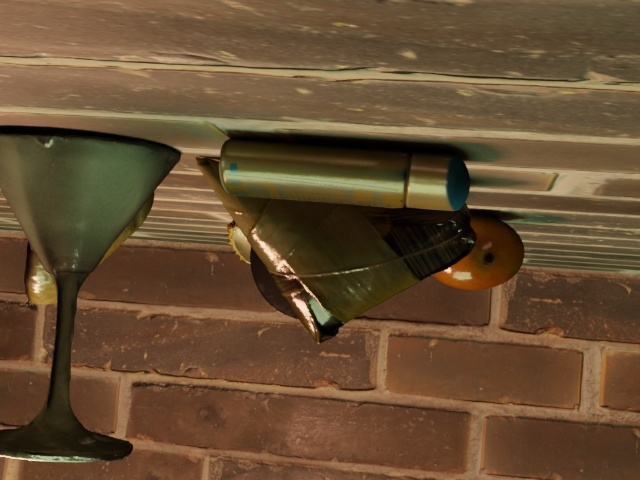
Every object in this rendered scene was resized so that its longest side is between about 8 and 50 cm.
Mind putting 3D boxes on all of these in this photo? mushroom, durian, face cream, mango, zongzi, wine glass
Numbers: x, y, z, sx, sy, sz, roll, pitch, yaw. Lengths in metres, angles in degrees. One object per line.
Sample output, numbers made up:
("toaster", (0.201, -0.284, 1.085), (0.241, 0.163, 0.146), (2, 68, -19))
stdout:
("mushroom", (-0.372, -0.006, 1.685), (0.212, 0.217, 0.292), (2, 177, -27))
("durian", (-0.086, -0.019, 2.362), (0.252, 0.144, 0.139), (10, 142, 29))
("face cream", (0.033, -0.075, 1.249), (0.285, 0.067, 0.139), (5, 178, 4))
("mango", (0.286, 0.018, 1.972), (0.176, 0.139, 0.254), (16, -171, 22))
("zongzi", (0.028, -0.052, 1.477), (0.289, 0.317, 0.154), (-31, -154, 9))
("wine glass", (-0.331, 0.071, 1.406), (0.267, 0.405, 0.267), (5, 179, 0))

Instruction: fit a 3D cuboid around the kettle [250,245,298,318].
("kettle", (0.000, 0.000, 1.726), (0.268, 0.207, 0.290), (33, 162, -13))
